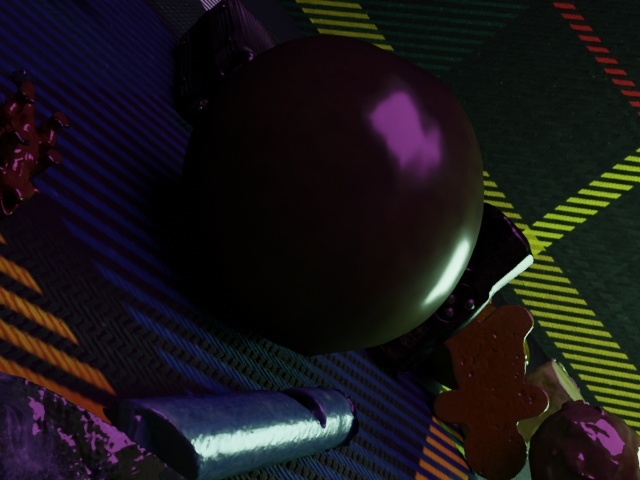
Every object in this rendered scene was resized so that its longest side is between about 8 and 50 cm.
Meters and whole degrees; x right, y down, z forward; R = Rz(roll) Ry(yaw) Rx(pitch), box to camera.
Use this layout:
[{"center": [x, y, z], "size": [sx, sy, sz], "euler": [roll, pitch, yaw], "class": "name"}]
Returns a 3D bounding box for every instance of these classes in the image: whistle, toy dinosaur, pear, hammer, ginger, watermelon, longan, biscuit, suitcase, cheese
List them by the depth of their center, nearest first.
[{"center": [-0.154, 0.111, 0.397], "size": [0.155, 0.080, 0.101], "euler": [51, 49, -18], "class": "watermelon"}, {"center": [-0.052, 0.139, 0.613], "size": [0.062, 0.062, 0.304], "euler": [58, 15, 20], "class": "whistle"}, {"center": [-0.218, -0.076, 0.614], "size": [0.049, 0.055, 0.154], "euler": [37, 29, -40], "class": "toy dinosaur"}, {"center": [0.013, -0.046, 0.832], "size": [0.319, 0.319, 0.319], "euler": [48, 15, -17], "class": "longan"}, {"center": [0.345, 0.367, 1.047], "size": [0.244, 0.155, 0.304], "euler": [62, 27, -30], "class": "ginger"}, {"center": [0.234, 0.210, 1.168], "size": [0.035, 0.158, 0.240], "euler": [58, 29, -76], "class": "biscuit"}, {"center": [-0.096, -0.210, 1.186], "size": [0.202, 0.128, 0.312], "euler": [45, 15, -29], "class": "suitcase"}, {"center": [0.295, 0.254, 1.229], "size": [0.094, 0.167, 0.123], "euler": [57, 16, 10], "class": "cheese"}, {"center": [0.152, 0.044, 1.266], "size": [0.095, 0.242, 0.409], "euler": [44, 1, -10], "class": "hammer"}, {"center": [0.231, 0.164, 1.275], "size": [0.162, 0.148, 0.149], "euler": [29, -1, 33], "class": "pear"}]
